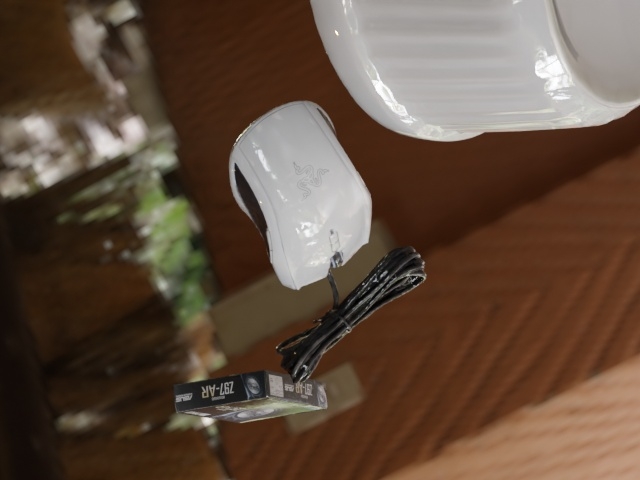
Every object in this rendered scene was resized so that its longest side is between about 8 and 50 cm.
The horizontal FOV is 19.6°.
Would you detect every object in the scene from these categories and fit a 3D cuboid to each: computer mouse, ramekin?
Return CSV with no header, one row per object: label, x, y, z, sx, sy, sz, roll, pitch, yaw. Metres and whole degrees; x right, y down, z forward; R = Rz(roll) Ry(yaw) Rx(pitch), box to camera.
computer mouse,0.000,0.000,1.048,0.042,0.106,0.193,49,169,39
ramekin,0.117,-0.181,0.995,0.127,0.273,0.273,12,152,35

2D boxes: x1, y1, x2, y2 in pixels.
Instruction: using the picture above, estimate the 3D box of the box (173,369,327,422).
box,-0.043,0.099,1.173,0.083,0.067,0.018,21,-119,-62
